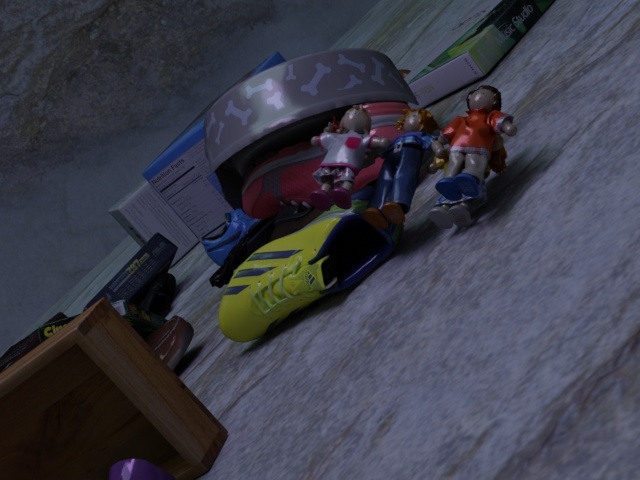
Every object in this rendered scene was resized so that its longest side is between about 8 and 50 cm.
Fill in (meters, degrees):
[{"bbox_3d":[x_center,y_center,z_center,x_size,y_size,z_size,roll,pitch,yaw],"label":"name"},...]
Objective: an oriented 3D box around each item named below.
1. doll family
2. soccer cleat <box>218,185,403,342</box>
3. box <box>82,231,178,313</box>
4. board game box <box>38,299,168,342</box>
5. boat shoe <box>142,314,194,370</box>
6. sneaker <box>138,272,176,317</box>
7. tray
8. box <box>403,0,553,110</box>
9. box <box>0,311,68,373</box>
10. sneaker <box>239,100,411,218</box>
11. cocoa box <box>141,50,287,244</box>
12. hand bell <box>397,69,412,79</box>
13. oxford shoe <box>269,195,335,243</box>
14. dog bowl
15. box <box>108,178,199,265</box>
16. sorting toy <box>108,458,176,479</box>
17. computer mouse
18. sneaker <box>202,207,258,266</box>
[{"bbox_3d":[0.118,-0.092,1.206,0.263,0.118,0.163,-3,52,35],"label":"doll family"},{"bbox_3d":[-0.022,0.040,1.292,0.289,0.093,0.121,-37,19,19],"label":"soccer cleat"},{"bbox_3d":[-0.383,0.114,2.062,0.233,0.059,0.183,-52,-3,-38],"label":"box"},{"bbox_3d":[-0.316,0.140,1.610,0.136,0.030,0.260,-15,-14,4],"label":"board game box"},{"bbox_3d":[-0.328,0.211,1.548,0.324,0.116,0.123,-39,12,7],"label":"boat shoe"},{"bbox_3d":[-0.303,0.116,1.973,0.089,0.051,0.170,-27,23,48],"label":"sneaker"},{"bbox_3d":[-0.318,0.246,1.195,0.411,0.203,0.076,-34,13,28],"label":"tray"},{"bbox_3d":[0.281,-0.359,1.850,0.322,0.058,0.232,-49,14,-30],"label":"box"},{"bbox_3d":[-0.558,0.311,1.850,0.191,0.143,0.381,-32,17,35],"label":"box"},{"bbox_3d":[0.007,-0.079,1.509,0.314,0.136,0.116,-27,-18,33],"label":"sneaker"},{"bbox_3d":[-0.143,-0.174,2.078,0.231,0.228,0.347,-33,14,31],"label":"cocoa box"},{"bbox_3d":[0.130,-0.328,2.157,0.126,0.126,0.242,-44,25,-14],"label":"hand bell"},{"bbox_3d":[0.000,0.000,1.438,0.227,0.083,0.096,-19,45,60],"label":"oxford shoe"},{"bbox_3d":[-0.019,-0.176,1.610,0.348,0.102,0.349,-17,-13,-4],"label":"dog bowl"},{"bbox_3d":[-0.378,-0.043,2.436,0.119,0.181,0.182,-43,12,-14],"label":"box"},{"bbox_3d":[-0.282,0.341,1.074,0.365,0.127,0.126,-30,45,31],"label":"sorting toy"},{"bbox_3d":[-0.064,-0.021,1.730,0.262,0.060,0.184,-43,8,21],"label":"computer mouse"},{"bbox_3d":[-0.116,-0.037,1.867,0.209,0.082,0.069,-39,10,2],"label":"sneaker"}]
